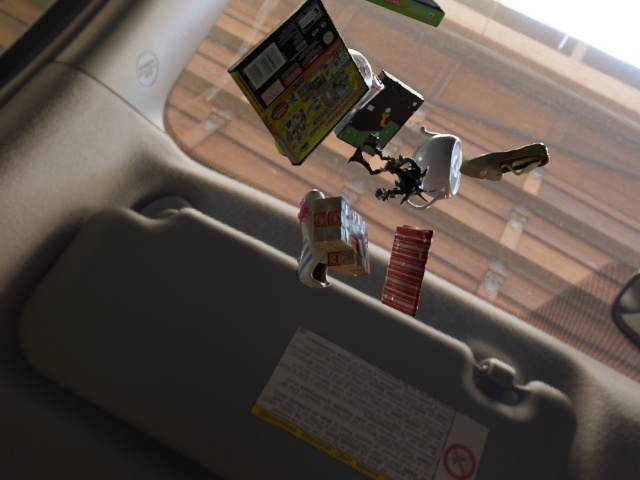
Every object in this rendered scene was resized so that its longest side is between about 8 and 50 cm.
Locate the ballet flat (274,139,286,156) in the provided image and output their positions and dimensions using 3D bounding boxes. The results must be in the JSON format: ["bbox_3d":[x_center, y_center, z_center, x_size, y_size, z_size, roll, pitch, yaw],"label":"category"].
[{"bbox_3d":[-0.062,-0.363,1.836,0.077,0.231,0.077,49,-151,-14],"label":"ballet flat"}]

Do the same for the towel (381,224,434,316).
[{"bbox_3d":[0.278,0.089,1.788,0.031,0.275,0.199,11,-178,-24],"label":"towel"}]

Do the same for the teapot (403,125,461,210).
[{"bbox_3d":[0.409,-0.269,2.069,0.187,0.253,0.256,6,-154,23],"label":"teapot"}]

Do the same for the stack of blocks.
[{"bbox_3d":[0.066,-0.003,1.668,0.087,0.297,0.171,-6,-106,18],"label":"stack of blocks"}]

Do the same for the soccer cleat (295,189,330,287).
[{"bbox_3d":[0.000,0.000,1.867,0.116,0.331,0.143,-10,-160,-41],"label":"soccer cleat"}]

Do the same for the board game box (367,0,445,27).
[{"bbox_3d":[0.156,-0.672,1.453,0.317,0.046,0.214,7,-134,-30],"label":"board game box"}]

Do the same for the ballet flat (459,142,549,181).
[{"bbox_3d":[0.519,-0.210,1.570,0.248,0.086,0.086,-15,-132,6],"label":"ballet flat"}]

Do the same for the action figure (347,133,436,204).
[{"bbox_3d":[0.231,-0.212,1.775,0.275,0.141,0.164,39,-101,1],"label":"action figure"}]

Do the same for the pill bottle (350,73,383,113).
[{"bbox_3d":[0.156,-0.563,2.147,0.087,0.160,0.087,36,-149,-26],"label":"pill bottle"}]

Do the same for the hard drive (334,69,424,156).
[{"bbox_3d":[0.249,-0.535,2.406,0.236,0.339,0.064,21,-146,-33],"label":"hard drive"}]

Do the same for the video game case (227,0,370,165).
[{"bbox_3d":[-0.034,-0.344,1.208,0.035,0.248,0.275,10,-127,51],"label":"video game case"}]

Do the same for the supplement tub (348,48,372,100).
[{"bbox_3d":[0.022,-0.536,1.867,0.207,0.207,0.338,35,-151,14],"label":"supplement tub"}]
